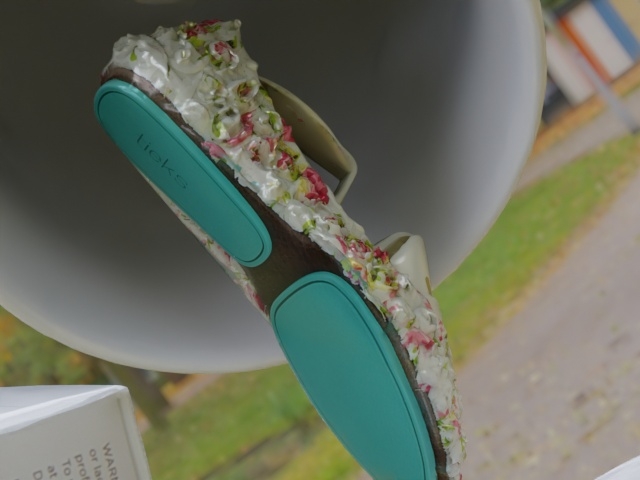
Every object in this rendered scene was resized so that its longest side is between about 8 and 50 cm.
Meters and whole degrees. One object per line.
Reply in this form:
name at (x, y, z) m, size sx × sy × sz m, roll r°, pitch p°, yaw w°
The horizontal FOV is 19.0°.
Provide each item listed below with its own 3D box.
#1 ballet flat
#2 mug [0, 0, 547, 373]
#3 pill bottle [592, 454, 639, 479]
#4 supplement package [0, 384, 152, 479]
ballet flat at (0.000, 0.000, 0.823) m, size 0.077 × 0.241 × 0.091 m, roll -39°, pitch 5°, yaw -33°
mug at (-0.101, -0.109, 0.947) m, size 0.374 × 0.276 × 0.328 m, roll -38°, pitch 30°, yaw 12°
pill bottle at (0.161, 0.226, 0.683) m, size 0.160 × 0.283 × 0.160 m, roll -30°, pitch -20°, yaw -12°
supplement package at (-0.153, 0.151, 0.451) m, size 0.145 × 0.204 × 0.262 m, roll -18°, pitch 8°, yaw -43°
